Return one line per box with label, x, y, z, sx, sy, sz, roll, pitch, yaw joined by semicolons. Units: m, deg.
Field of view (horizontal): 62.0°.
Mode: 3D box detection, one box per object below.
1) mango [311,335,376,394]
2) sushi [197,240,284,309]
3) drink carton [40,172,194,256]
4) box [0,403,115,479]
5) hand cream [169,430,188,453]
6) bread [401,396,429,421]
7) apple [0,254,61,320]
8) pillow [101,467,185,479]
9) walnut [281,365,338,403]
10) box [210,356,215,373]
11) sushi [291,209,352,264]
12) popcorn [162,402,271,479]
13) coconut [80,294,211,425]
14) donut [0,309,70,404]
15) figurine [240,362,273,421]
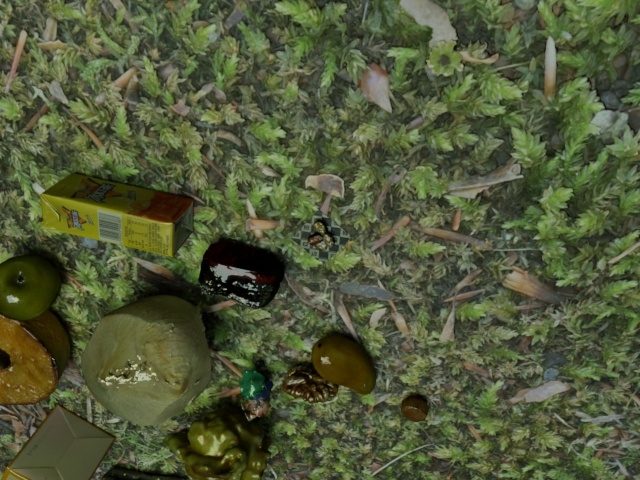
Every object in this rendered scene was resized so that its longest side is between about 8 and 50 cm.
mango;0.073;0.363;1.553;0.227;0.099;0.136;38;86;-13
sushi;-0.214;0.094;1.448;0.225;0.136;0.126;14;124;-5
drink carton;-0.526;-0.071;1.401;0.351;0.154;0.111;12;120;4
box;-0.947;0.805;1.910;0.259;0.283;0.214;36;121;-10
hand cream;-0.446;0.771;1.918;0.084;0.084;0.203;-33;115;25
bread;0.289;0.513;1.634;0.085;0.053;0.085;11;131;13
apple;-0.869;0.133;1.560;0.196;0.196;0.157;30;155;-6
pillow;-0.675;0.996;2.076;0.326;0.101;0.228;7;121;10
walnut;-0.029;0.423;1.595;0.170;0.143;0.069;5;110;8
box;-0.409;0.422;1.698;0.125;0.089;0.043;-12;117;18
sushi;0.000;0.000;1.412;0.120;0.026;0.126;38;120;-12
popcorn;-0.320;0.693;1.755;0.321;0.290;0.326;44;159;28
coconut;-0.476;0.333;1.482;0.346;0.360;0.346;5;106;19
donut;-1.007;0.358;1.743;0.377;0.163;0.435;34;118;-11
figurine;-0.204;0.477;1.682;0.102;0.111;0.195;-21;140;-22
